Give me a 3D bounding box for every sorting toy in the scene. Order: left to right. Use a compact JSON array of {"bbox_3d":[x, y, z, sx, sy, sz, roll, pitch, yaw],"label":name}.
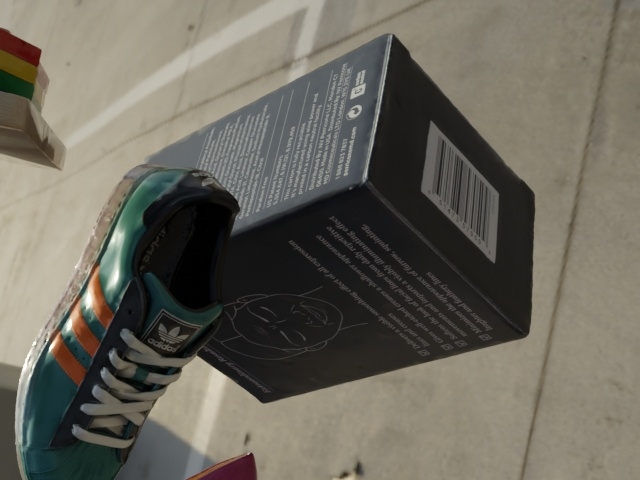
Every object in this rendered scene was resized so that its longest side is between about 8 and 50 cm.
[{"bbox_3d":[-0.342,-0.137,0.753,0.255,0.257,0.089,164,117,-80],"label":"sorting toy"}]

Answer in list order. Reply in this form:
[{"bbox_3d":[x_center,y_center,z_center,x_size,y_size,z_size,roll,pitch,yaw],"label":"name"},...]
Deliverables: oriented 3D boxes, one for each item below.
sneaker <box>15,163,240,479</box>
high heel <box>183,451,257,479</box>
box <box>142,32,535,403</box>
[{"bbox_3d":[-0.154,0.080,0.760,0.121,0.108,0.302,10,79,50],"label":"sneaker"},{"bbox_3d":[-0.178,0.239,0.866,0.082,0.244,0.117,163,118,-74],"label":"high heel"},{"bbox_3d":[0.000,0.000,1.073,0.395,0.293,0.212,-20,44,35],"label":"box"}]
